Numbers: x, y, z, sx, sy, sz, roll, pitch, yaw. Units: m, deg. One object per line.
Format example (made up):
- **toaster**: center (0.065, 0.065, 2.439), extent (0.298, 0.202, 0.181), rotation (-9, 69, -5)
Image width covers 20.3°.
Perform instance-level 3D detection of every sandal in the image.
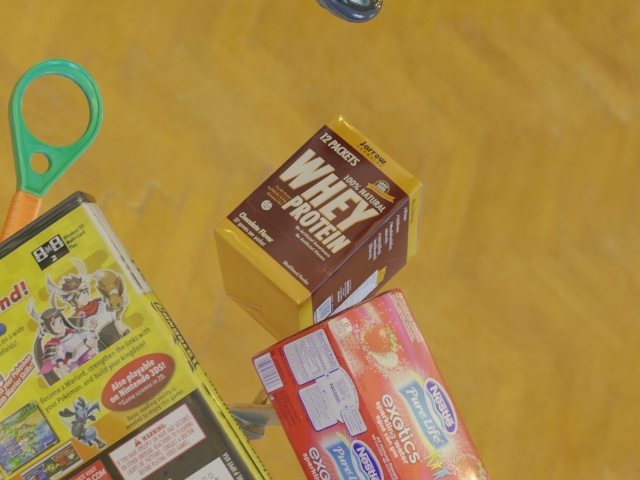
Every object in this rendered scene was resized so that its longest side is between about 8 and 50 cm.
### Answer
- **sandal**: center (-0.041, 0.171, 1.998), extent (0.088, 0.240, 0.079), rotation (29, 61, -39)

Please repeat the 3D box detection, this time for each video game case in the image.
- **video game case**: center (-0.192, 0.146, 1.114), extent (0.248, 0.275, 0.035), rotation (57, 5, 8)

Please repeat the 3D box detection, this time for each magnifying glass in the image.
- **magnifying glass**: center (-0.274, -0.066, 1.719), extent (0.092, 0.026, 0.231), rotation (22, 73, -24)

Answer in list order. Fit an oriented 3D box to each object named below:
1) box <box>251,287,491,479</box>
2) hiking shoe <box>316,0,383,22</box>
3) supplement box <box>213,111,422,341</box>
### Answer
- **box**: center (0.058, 0.195, 1.794), extent (0.123, 0.128, 0.256), rotation (-23, 86, -46)
- **hiking shoe**: center (0.034, -0.307, 1.766), extent (0.086, 0.114, 0.227), rotation (-45, 134, -30)
- **supplement box**: center (0.000, 0.000, 1.983), extent (0.129, 0.191, 0.194), rotation (41, 73, 17)
